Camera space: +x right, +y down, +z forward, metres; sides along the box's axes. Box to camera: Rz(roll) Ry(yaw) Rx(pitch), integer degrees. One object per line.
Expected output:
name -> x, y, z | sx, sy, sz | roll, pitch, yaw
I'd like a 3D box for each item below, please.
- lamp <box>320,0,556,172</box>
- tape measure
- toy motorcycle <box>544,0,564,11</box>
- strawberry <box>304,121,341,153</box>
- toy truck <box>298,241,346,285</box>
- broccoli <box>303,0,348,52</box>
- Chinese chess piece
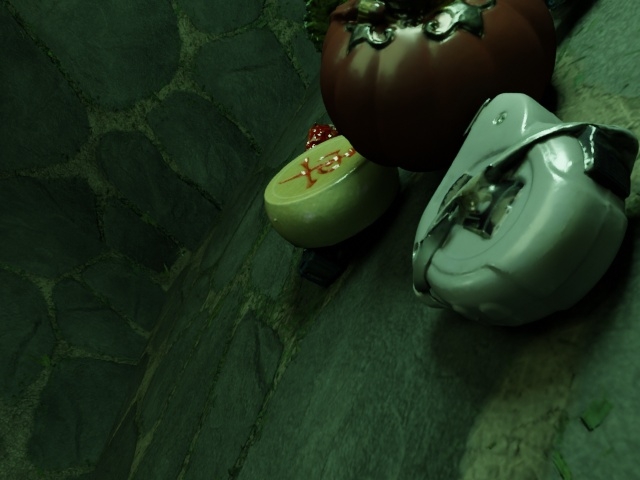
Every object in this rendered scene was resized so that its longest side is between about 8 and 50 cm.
lamp -> 0.146, -0.234, 0.640 | 0.302, 0.257, 0.303 | -11, 53, 15
tape measure -> 0.181, -0.020, 0.454 | 0.236, 0.120, 0.197 | -60, 20, 7
toy motorcycle -> 0.354, -0.388, 0.628 | 0.204, 0.108, 0.239 | -57, -10, -8
strawberry -> 0.019, -0.135, 1.066 | 0.190, 0.111, 0.237 | 58, -135, -79
toy truck -> 0.000, 0.000, 0.939 | 0.088, 0.074, 0.202 | -52, 18, 30
broccoli -> 0.177, -0.408, 0.925 | 0.353, 0.396, 0.275 | -50, -33, -55
Chinese chess piece -> 0.017, -0.096, 0.868 | 0.250, 0.097, 0.251 | -23, 29, 14
